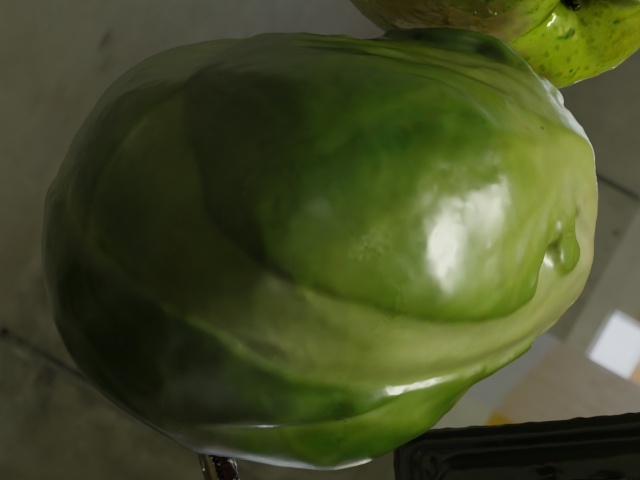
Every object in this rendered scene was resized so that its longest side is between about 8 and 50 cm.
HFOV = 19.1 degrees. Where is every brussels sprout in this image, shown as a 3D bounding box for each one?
[{"bbox_3d":[0.000,0.000,1.272,0.315,0.371,0.275,-106,-164,-70],"label":"brussels sprout"}]

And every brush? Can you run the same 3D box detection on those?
[{"bbox_3d":[-0.115,0.194,1.949,0.043,0.036,0.248,-98,176,-60],"label":"brush"}]

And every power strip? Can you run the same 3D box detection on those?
[{"bbox_3d":[0.158,0.248,1.297,0.092,0.251,0.257,17,68,-65],"label":"power strip"}]

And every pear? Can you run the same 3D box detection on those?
[{"bbox_3d":[0.175,-0.321,1.745,0.391,0.391,0.391,-57,169,-18],"label":"pear"}]
